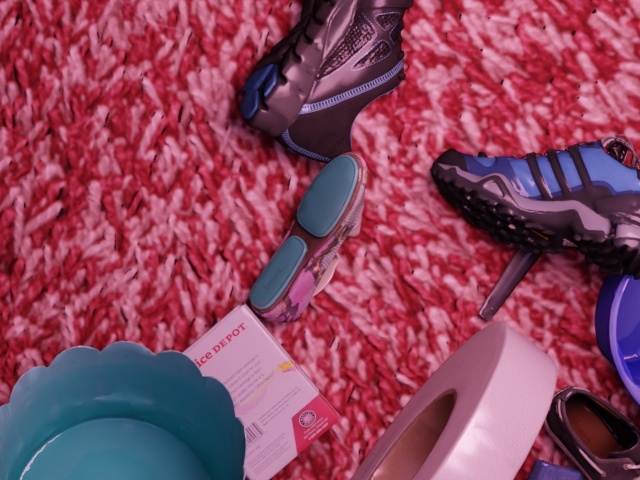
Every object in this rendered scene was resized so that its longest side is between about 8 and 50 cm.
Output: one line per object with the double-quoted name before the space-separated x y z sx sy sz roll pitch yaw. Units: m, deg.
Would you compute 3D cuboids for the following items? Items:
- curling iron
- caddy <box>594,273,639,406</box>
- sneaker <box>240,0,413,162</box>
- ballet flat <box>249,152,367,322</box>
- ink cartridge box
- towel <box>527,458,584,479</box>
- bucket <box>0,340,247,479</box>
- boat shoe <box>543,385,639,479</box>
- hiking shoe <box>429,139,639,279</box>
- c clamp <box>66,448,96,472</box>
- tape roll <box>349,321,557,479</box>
"curling iron" 0.280 -0.013 1.824 0.068 0.035 0.274 42 88 -3
"caddy" 0.463 0.055 1.766 0.241 0.179 0.341 30 89 -4
"sneaker" 0.046 -0.249 1.782 0.139 0.125 0.341 33 91 -25
"ballet flat" 0.000 0.000 1.789 0.079 0.077 0.221 20 105 -45
"ink cartridge box" -0.081 0.175 1.788 0.127 0.072 0.175 -40 93 -1
"towel" 0.267 0.321 1.834 0.067 0.029 0.119 17 91 -4
"bucket" -0.219 0.265 1.673 0.281 0.183 0.281 3 59 -6
"boat shoe" 0.355 0.259 1.794 0.233 0.079 0.084 44 69 5
"hiking shoe" 0.270 -0.056 1.752 0.304 0.113 0.132 21 69 30
"c clamp" -0.306 0.301 1.776 0.137 0.022 0.161 12 68 11
"tape roll" 0.105 0.261 1.646 0.072 0.392 0.392 36 89 -4
